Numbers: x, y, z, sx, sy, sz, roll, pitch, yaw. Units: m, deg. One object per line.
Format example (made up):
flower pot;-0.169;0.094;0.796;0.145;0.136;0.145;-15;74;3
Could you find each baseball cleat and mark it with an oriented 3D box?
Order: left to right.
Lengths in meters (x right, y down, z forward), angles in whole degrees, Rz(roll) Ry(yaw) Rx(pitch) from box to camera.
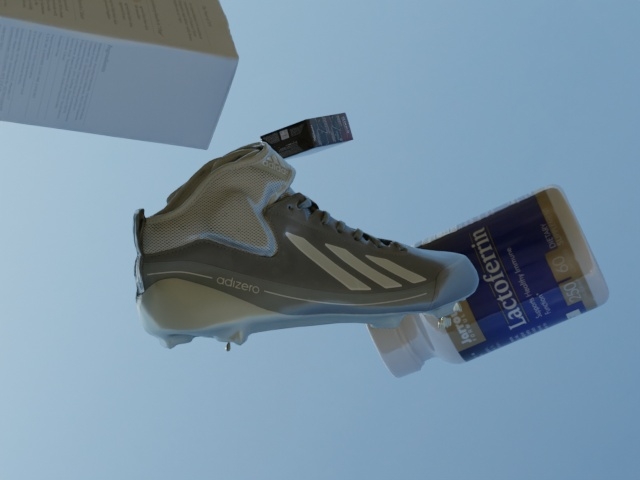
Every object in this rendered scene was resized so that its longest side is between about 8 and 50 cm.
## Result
baseball cleat;0.000;0.000;0.613;0.206;0.109;0.072;-6;-175;-32

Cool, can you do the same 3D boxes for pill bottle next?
pill bottle;0.184;0.053;1.322;0.264;0.153;0.153;-25;-135;11

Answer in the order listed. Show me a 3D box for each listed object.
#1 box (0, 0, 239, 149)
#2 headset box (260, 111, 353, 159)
box;-0.317;-0.278;1.630;0.345;0.168;0.215;7;-142;-23
headset box;-0.011;-0.106;1.172;0.062;0.032;0.083;-16;180;34
